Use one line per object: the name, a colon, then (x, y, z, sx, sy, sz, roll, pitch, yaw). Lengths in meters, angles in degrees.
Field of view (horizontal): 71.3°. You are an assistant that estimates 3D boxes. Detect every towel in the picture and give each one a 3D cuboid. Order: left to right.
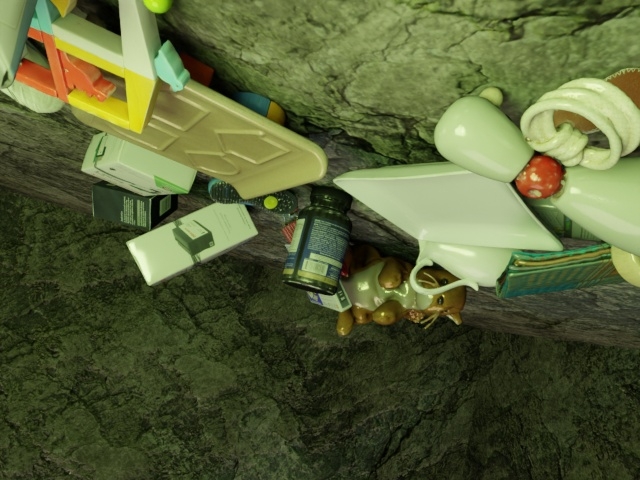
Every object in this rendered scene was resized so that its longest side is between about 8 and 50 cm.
towel: (-0.022, 0.023, 1.316, 0.199, 0.031, 0.275, 58, 160, -6)
towel: (0.487, 0.037, 0.730, 0.370, 0.040, 0.271, -10, 162, 14)

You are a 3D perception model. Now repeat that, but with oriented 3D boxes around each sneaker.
sneaker: (-0.445, -0.264, 0.608, 0.086, 0.085, 0.237, 39, 167, 13)
sneaker: (-0.156, -0.115, 1.044, 0.209, 0.069, 0.082, 8, -156, -15)

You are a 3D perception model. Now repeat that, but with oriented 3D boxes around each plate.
plate: (0.206, -0.057, 0.710, 0.278, 0.045, 0.277, 6, 163, 47)

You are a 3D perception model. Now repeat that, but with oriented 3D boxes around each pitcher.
pitcher: (0.297, 0.046, 0.928, 0.207, 0.178, 0.125, 14, 162, 7)

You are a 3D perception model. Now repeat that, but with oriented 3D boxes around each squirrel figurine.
squirrel figurine: (0.268, 0.144, 1.400, 0.370, 0.281, 0.397, -1, 178, 21)

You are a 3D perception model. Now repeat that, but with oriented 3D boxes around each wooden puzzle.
wooden puzzle: (-0.195, -0.185, 0.695, 0.347, 0.081, 0.322, 26, 164, -29)

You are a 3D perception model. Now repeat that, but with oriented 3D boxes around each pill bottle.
pill bottle: (0.000, 0.000, 0.967, 0.122, 0.219, 0.123, 14, 169, 3)

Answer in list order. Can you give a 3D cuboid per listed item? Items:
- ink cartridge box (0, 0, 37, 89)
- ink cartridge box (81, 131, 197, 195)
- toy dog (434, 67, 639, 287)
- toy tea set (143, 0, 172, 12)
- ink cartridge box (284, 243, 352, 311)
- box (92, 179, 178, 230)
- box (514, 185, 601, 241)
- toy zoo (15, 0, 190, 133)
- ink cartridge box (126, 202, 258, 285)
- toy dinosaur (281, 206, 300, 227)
ink cartridge box: (-0.394, -0.241, 0.221, 0.395, 0.151, 0.270, 22, -176, 16)
ink cartridge box: (-0.393, -0.167, 0.968, 0.219, 0.093, 0.160, 2, 163, 45)
toy dog: (0.305, -0.086, 0.462, 0.333, 0.161, 0.220, 33, 167, -15)
toy tea set: (-0.099, -0.171, 0.175, 0.199, 0.124, 0.336, 16, -157, 24)
ink cartridge box: (-0.011, 0.094, 1.285, 0.206, 0.045, 0.208, 3, 120, 65)
box: (-0.480, -0.112, 1.172, 0.158, 0.093, 0.156, 14, -154, 5)
box: (0.368, -0.046, 0.744, 0.186, 0.038, 0.145, 9, 167, 30)
toy zoo: (-0.279, -0.222, 0.461, 0.293, 0.030, 0.192, 23, 147, -7)
ink cartridge box: (-0.350, 0.004, 1.234, 0.307, 0.129, 0.223, -27, -178, -18)
toy dinosaur: (-0.089, -0.080, 1.211, 0.082, 0.047, 0.090, 20, 138, 19)
